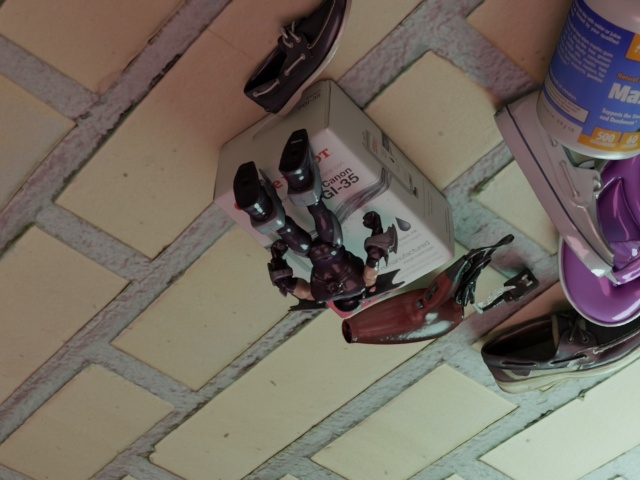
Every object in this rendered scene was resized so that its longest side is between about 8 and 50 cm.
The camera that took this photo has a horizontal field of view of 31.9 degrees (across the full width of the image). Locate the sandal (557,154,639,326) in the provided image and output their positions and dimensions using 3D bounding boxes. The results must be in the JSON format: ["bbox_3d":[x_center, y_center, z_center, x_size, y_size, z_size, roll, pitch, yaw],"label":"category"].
[{"bbox_3d":[0.420,-0.039,1.507,0.169,0.102,0.416,26,128,14],"label":"sandal"}]

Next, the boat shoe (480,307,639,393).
[{"bbox_3d":[0.378,0.152,1.710,0.285,0.102,0.092,-23,132,29],"label":"boat shoe"}]

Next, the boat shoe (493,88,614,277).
[{"bbox_3d":[0.324,-0.075,1.460,0.084,0.095,0.258,-31,94,17],"label":"boat shoe"}]

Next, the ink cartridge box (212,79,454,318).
[{"bbox_3d":[0.020,-0.050,1.534,0.207,0.117,0.283,-31,124,26],"label":"ink cartridge box"}]

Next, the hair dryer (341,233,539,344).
[{"bbox_3d":[0.162,0.074,1.629,0.294,0.080,0.223,-30,149,12],"label":"hair dryer"}]

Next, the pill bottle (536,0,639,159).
[{"bbox_3d":[0.364,-0.243,1.324,0.152,0.152,0.272,8,132,-5],"label":"pill bottle"}]

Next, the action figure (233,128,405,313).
[{"bbox_3d":[0.000,0.000,1.441,0.185,0.099,0.285,-22,131,11],"label":"action figure"}]

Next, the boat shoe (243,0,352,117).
[{"bbox_3d":[-0.030,-0.238,1.401,0.065,0.075,0.206,21,134,-20],"label":"boat shoe"}]
